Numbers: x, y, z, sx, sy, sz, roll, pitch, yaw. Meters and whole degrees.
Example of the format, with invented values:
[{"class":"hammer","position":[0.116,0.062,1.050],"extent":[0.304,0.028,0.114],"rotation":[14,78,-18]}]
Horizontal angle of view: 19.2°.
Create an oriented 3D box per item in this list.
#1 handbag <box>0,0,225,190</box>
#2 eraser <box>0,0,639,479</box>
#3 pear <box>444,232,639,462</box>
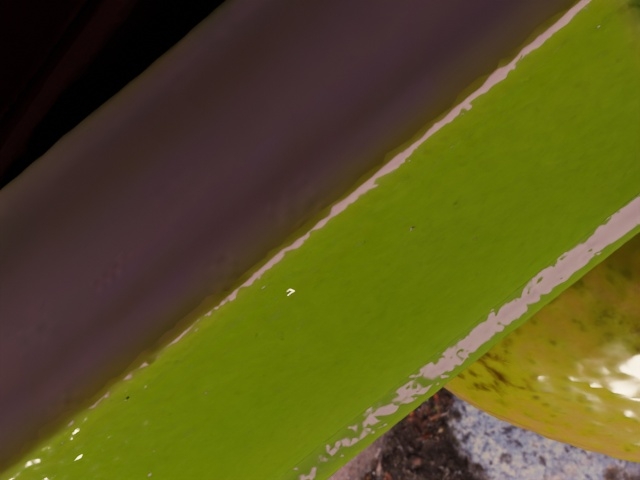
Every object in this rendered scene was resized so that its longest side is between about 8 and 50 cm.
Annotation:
[{"class":"handbag","position":[-0.064,-0.080,0.720],"extent":[0.260,0.084,0.275],"rotation":[-52,170,24]},{"class":"eraser","position":[0.000,0.000,0.649],"extent":[0.274,0.092,0.210],"rotation":[-40,155,5]},{"class":"pear","position":[0.181,-0.054,1.060],"extent":[0.391,0.391,0.391],"rotation":[-45,172,-8]}]
